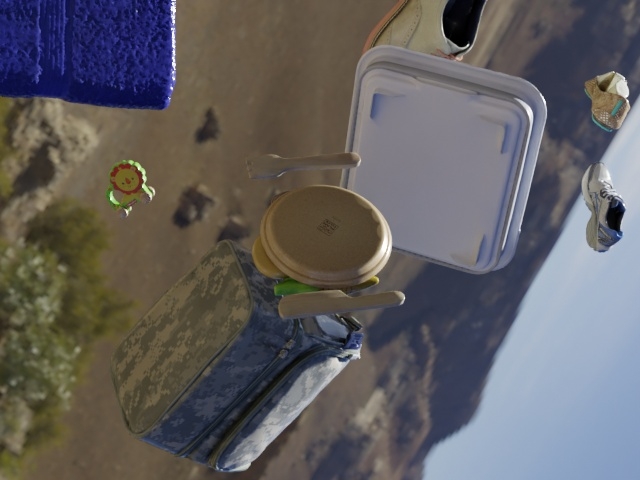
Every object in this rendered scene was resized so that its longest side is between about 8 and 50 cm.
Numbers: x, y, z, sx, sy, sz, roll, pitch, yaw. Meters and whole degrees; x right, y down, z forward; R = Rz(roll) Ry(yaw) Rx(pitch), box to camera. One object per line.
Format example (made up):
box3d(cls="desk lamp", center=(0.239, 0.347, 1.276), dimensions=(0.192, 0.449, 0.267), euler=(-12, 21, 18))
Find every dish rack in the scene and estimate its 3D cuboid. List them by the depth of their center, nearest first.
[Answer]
box3d(cls="dish rack", center=(0.161, -0.101, 1.808), dimensions=(0.072, 0.285, 0.333), euler=(-55, 157, -52))

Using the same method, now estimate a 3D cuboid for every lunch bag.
box3d(cls="lunch bag", center=(-0.115, 0.183, 1.818), dimensions=(0.305, 0.256, 0.213), euler=(-47, -140, 13))

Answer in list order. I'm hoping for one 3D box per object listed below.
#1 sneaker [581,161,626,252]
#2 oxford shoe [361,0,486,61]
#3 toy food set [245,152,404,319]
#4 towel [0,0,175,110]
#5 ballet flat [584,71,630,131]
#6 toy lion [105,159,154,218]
box3d(cls="sneaker", center=(0.413, -0.053, 1.778), dimensions=(0.058, 0.052, 0.135), euler=(-35, -127, 57))
box3d(cls="oxford shoe", center=(0.184, -0.350, 2.218), dimensions=(0.140, 0.146, 0.397), euler=(-3, 131, -35))
box3d(cls="toy food set", center=(0.000, 0.000, 1.156), dimensions=(0.039, 0.132, 0.192), euler=(101, -19, -50))
box3d(cls="towel", center=(-0.347, -0.295, 1.673), dimensions=(0.076, 0.308, 0.228), euler=(-6, -98, 61))
box3d(cls="ballet flat", center=(0.480, -0.239, 2.045), dimensions=(0.067, 0.073, 0.206), euler=(-55, -170, 23))
box3d(cls="toy lion", center=(-0.375, -0.104, 2.392), dimensions=(0.100, 0.096, 0.034), euler=(-31, -163, 22))
